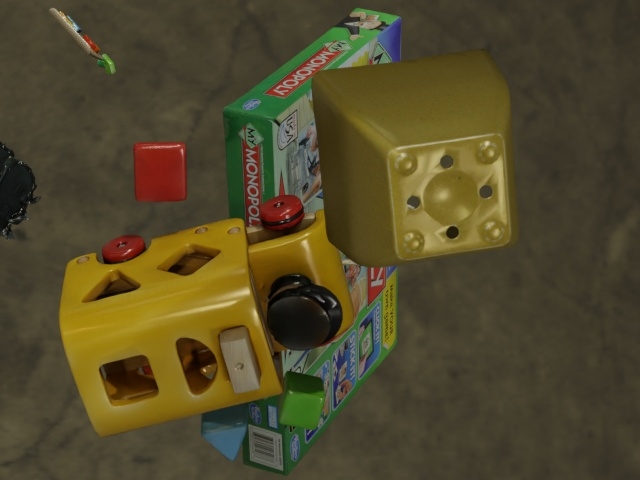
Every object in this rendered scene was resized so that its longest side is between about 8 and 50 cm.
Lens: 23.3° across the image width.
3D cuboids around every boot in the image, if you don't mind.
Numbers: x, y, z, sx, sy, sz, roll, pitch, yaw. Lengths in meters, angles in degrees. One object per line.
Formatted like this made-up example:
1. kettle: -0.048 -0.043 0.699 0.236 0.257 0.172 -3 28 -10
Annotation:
1. boot: -0.264 -0.039 1.120 0.121 0.045 0.099 48 51 -27

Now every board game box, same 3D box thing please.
1. board game box: 0.000 0.000 1.245 0.213 0.046 0.317 -44 141 -49

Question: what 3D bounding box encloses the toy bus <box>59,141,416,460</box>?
1. toy bus: -0.055 0.049 0.923 0.191 0.202 0.104 26 23 -16

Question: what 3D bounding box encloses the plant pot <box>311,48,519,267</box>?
1. plant pot: 0.046 -0.029 0.655 0.081 0.083 0.081 -9 109 -7

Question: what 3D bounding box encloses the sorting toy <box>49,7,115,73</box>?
1. sorting toy: -0.219 -0.185 1.466 0.012 0.062 0.083 -43 86 0
